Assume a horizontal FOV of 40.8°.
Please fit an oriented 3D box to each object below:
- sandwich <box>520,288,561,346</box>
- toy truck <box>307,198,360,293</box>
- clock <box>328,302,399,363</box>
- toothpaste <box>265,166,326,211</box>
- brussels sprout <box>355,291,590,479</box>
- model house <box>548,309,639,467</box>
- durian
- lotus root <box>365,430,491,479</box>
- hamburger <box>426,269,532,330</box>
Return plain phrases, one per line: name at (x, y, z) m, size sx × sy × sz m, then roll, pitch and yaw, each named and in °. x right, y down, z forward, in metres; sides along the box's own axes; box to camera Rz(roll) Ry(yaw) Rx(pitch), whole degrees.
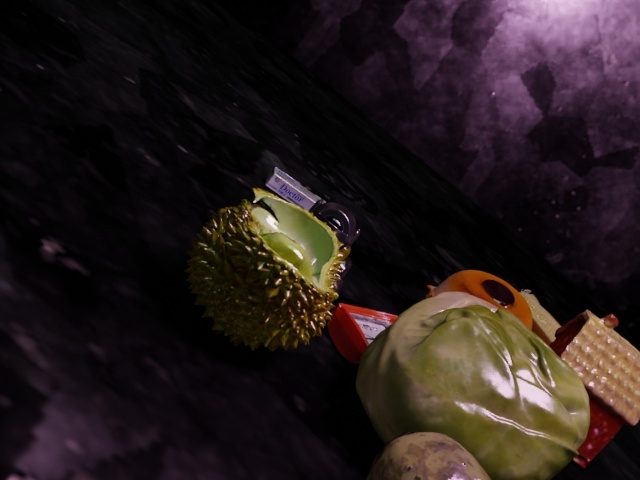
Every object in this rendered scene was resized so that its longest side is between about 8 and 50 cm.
sandwich at (0.469, 0.218, 1.886) m, size 0.122 × 0.128 × 0.235 m, roll 24°, pitch 22°, yaw -32°
toy truck at (0.000, 0.000, 1.391) m, size 0.147 × 0.165 × 0.224 m, roll 39°, pitch 17°, yaw 1°
clock at (0.089, 0.163, 1.354) m, size 0.155 × 0.061 × 0.113 m, roll 19°, pitch 27°, yaw -41°
toothpaste at (-0.037, -0.087, 1.753) m, size 0.164 × 0.034 × 0.046 m, roll 35°, pitch 18°, yaw -15°
brussels sprout at (0.210, 0.215, 1.170) m, size 0.328 × 0.247 × 0.328 m, roll 35°, pitch 24°, yaw -19°
model house at (0.510, 0.268, 1.630) m, size 0.196 × 0.254 × 0.160 m, roll 39°, pitch 21°, yaw 2°
durian at (-0.075, 0.041, 1.124) m, size 0.200 × 0.176 × 0.237 m, roll 42°, pitch 20°, yaw -25°
lotus root at (0.138, 0.334, 0.889) m, size 0.173 × 0.173 × 0.309 m, roll 28°, pitch 28°, yaw -33°
hamburger at (0.312, 0.156, 1.685) m, size 0.237 × 0.147 × 0.237 m, roll 24°, pitch 26°, yaw -12°
